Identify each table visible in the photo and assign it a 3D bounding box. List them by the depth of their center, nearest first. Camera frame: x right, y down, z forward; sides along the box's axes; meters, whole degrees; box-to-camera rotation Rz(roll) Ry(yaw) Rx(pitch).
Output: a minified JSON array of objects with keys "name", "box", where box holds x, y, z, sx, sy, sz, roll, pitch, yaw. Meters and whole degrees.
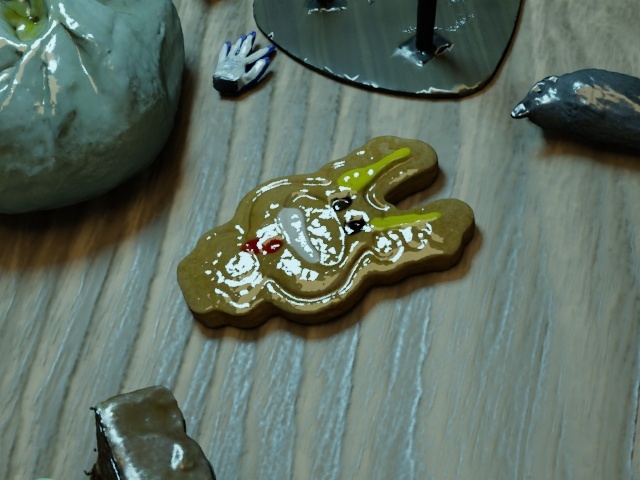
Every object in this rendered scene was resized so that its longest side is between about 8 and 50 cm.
[{"name":"table","box":[0.049,-0.342,1.588,0.317,0.249,0.317,-7,54,10]}]

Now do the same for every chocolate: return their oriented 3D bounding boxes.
[{"name":"chocolate","box":[-0.131,0.242,1.280,0.093,0.148,0.214,-15,54,-20]}]

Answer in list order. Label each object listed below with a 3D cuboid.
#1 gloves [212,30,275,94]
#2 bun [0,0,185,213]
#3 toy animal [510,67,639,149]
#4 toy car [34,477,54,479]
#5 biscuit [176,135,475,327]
[{"name":"gloves","box":[-0.086,-0.199,1.662,0.064,0.026,0.086,5,52,16]},{"name":"bun","box":[-0.322,-0.189,1.610,0.355,0.194,0.354,-7,52,8]},{"name":"toy animal","box":[0.302,-0.122,1.486,0.210,0.121,0.117,-11,96,27]},{"name":"toy car","box":[-0.283,0.298,1.335,0.186,0.058,0.093,-47,57,-5]},{"name":"biscuit","box":[-0.001,-0.002,1.487,0.295,0.044,0.186,-26,51,-5]}]
